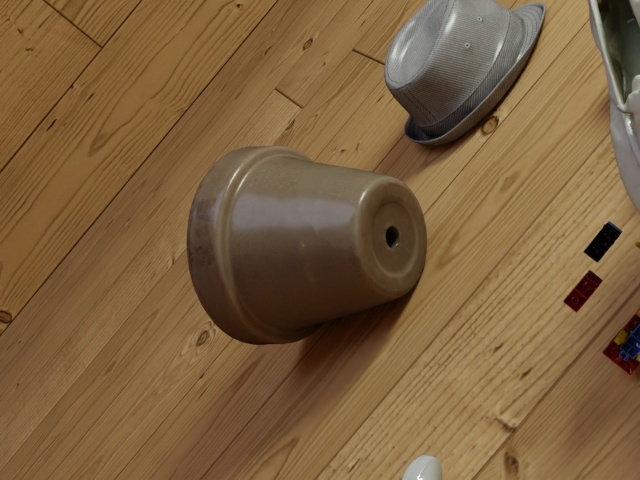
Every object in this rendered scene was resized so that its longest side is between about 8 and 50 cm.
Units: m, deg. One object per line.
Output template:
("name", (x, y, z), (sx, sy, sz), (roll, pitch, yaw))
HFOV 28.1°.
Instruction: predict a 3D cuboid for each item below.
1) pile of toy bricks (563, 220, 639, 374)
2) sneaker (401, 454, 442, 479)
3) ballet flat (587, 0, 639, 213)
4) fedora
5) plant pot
("pile of toy bricks", (0.312, 0.006, 1.132), (0.212, 0.118, 0.105), (-53, -10, 17))
("sneaker", (0.104, 0.266, 1.191), (0.061, 0.054, 0.152), (-18, 38, 30))
("ballet flat", (0.286, -0.133, 1.041), (0.139, 0.139, 0.400), (-39, 37, 28))
("fedora", (0.183, -0.266, 1.796), (0.243, 0.124, 0.275), (-11, 44, 59))
("plant pot", (0.000, 0.000, 1.602), (0.229, 0.263, 0.263), (-5, 47, 40))
